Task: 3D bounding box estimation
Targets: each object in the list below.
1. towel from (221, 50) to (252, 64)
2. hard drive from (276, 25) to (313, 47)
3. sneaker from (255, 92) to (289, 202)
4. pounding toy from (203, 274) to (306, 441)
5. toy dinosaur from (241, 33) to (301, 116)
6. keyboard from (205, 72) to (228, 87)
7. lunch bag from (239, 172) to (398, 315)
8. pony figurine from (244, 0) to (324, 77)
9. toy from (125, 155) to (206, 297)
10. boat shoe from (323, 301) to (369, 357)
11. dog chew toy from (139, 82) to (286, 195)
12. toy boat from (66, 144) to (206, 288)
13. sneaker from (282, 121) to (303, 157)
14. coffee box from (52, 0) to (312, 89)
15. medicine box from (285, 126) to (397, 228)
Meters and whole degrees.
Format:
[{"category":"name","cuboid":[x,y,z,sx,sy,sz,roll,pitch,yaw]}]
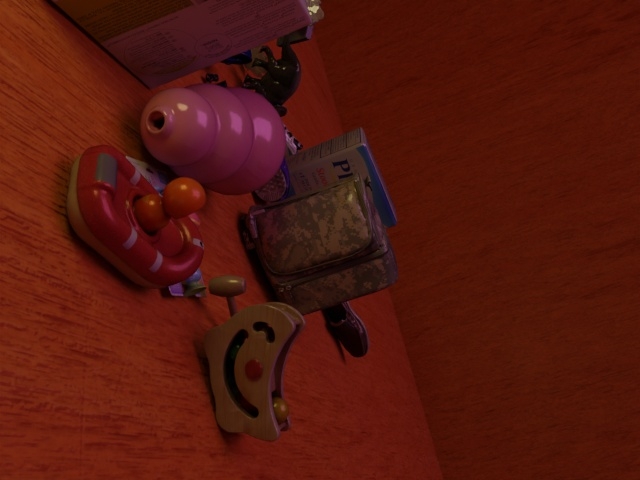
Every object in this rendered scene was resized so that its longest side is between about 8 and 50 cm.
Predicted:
[{"category":"towel","cuboid":[-0.286,-0.579,1.575,0.227,0.076,0.308,6,66,-58]},{"category":"hard drive","cuboid":[-0.072,-0.628,1.939,0.022,0.135,0.094,21,78,-42]},{"category":"sneaker","cuboid":[-0.146,-0.229,1.694,0.146,0.102,0.294,28,49,-77]},{"category":"pounding toy","cuboid":[-0.091,0.182,1.087,0.155,0.154,0.270,9,71,-76]},{"category":"toy dinosaur","cuboid":[-0.126,-0.452,1.852,0.160,0.314,0.121,27,15,-14]},{"category":"keyboard","cuboid":[-0.251,-0.354,1.587,0.180,0.023,0.108,-75,150,-70]},{"category":"lunch bag","cuboid":[0.000,0.000,1.491,0.213,0.305,0.256,-89,160,-65]},{"category":"pony figurine","cuboid":[-0.200,-0.703,1.877,0.363,0.302,0.351,11,50,-58]},{"category":"toy","cuboid":[-0.233,-0.025,1.076,0.137,0.056,0.237,23,48,-75]},{"category":"boat shoe","cuboid":[0.056,0.231,1.887,0.258,0.095,0.095,63,27,-4]},{"category":"dog chew toy","cuboid":[-0.197,-0.188,1.179,0.332,0.206,0.207,-2,73,-69]},{"category":"toy boat","cuboid":[-0.226,-0.039,0.903,0.231,0.151,0.151,55,20,-50]},{"category":"sneaker","cuboid":[-0.107,-0.307,1.989,0.085,0.086,0.237,-79,146,-64]},{"category":"coffee box","cuboid":[-0.251,-0.522,1.104,0.334,0.338,0.338,41,32,-67]},{"category":"medicine box","cuboid":[0.037,-0.135,1.859,0.149,0.289,0.264,-85,152,-63]}]
